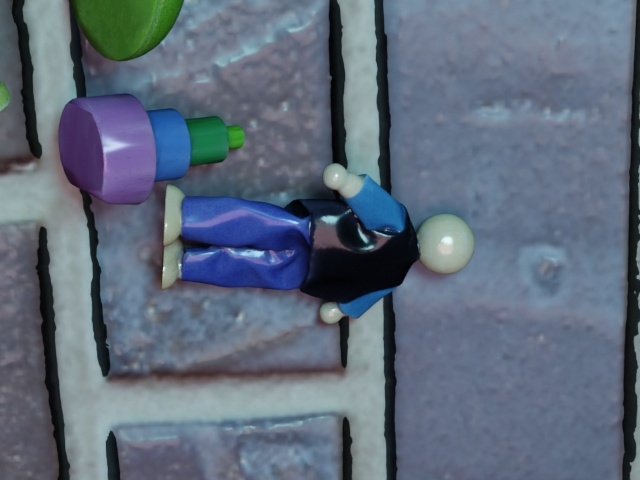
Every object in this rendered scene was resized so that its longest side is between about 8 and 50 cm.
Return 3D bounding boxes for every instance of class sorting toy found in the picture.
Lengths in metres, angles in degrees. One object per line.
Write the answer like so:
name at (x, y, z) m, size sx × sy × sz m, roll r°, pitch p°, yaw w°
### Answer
sorting toy at (-0.064, -0.190, 1.075) m, size 0.126 × 0.127 × 0.365 m, roll -8°, pitch 121°, yaw -30°

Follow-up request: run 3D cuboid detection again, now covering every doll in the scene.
doll at (0.000, 0.000, 1.169) m, size 0.189 × 0.046 × 0.129 m, roll 3°, pitch 134°, yaw -5°

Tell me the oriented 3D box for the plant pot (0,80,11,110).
plant pot at (-0.339, -0.135, 1.009) m, size 0.276 × 0.276 × 0.254 m, roll -21°, pitch 101°, yaw 8°
